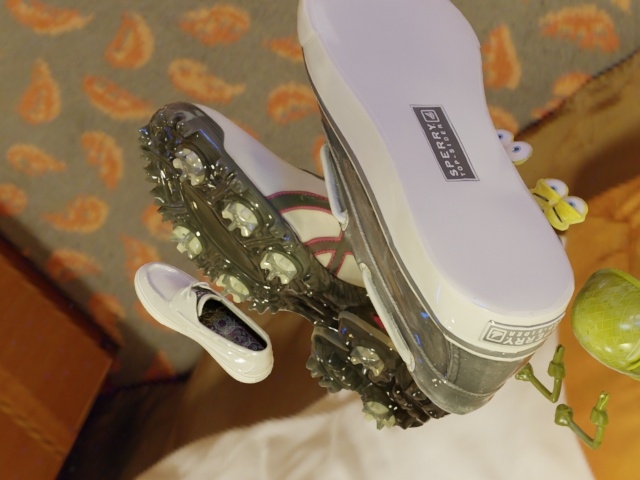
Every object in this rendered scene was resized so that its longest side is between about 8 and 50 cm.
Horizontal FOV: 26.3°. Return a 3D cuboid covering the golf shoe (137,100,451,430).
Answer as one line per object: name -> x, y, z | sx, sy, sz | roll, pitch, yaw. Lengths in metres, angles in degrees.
golf shoe -> 0.000, 0.000, 0.875 | 0.273, 0.120, 0.105 | 46, 149, -18

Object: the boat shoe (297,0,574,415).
boat shoe -> 0.047, -0.041, 0.767 | 0.108, 0.301, 0.102 | -1, 139, -26

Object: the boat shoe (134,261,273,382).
boat shoe -> -0.123, 0.075, 1.439 | 0.184, 0.066, 0.063 | 43, 146, 21

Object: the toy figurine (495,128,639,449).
toy figurine -> 0.148, 0.032, 1.338 | 0.217, 0.362, 0.191 | 8, 124, -42
